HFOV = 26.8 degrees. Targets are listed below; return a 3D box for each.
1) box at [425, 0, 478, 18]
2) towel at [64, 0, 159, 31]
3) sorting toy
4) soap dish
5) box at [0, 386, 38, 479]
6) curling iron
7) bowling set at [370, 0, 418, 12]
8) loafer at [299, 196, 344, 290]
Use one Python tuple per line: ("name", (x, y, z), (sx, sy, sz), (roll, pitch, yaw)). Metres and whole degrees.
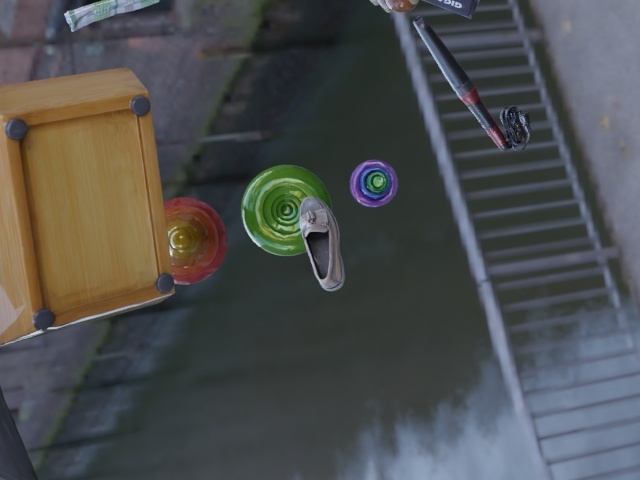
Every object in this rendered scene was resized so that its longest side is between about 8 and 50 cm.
("box", (0.158, -0.533, 2.249), (0.293, 0.295, 0.073), (106, -172, -59))
("towel", (-0.321, -0.361, 2.088), (0.113, 0.152, 0.023), (-157, 49, -81))
("sorting toy", (-0.068, -0.036, 1.815), (0.126, 0.365, 0.127), (167, 86, -88))
("soap dish", (-0.284, -0.039, 1.532), (0.118, 0.229, 0.291), (9, 108, 51))
("box", (-0.510, 0.415, 1.380), (0.472, 0.480, 0.297), (61, 179, 22))
("curling iron", (0.222, -0.233, 1.993), (0.274, 0.068, 0.035), (43, 162, -26))
("bowling set", (0.123, -0.427, 1.984), (0.200, 0.154, 0.287), (50, -174, 32))
("loafer", (0.000, 0.000, 1.660), (0.039, 0.045, 0.125), (31, -139, -65))
